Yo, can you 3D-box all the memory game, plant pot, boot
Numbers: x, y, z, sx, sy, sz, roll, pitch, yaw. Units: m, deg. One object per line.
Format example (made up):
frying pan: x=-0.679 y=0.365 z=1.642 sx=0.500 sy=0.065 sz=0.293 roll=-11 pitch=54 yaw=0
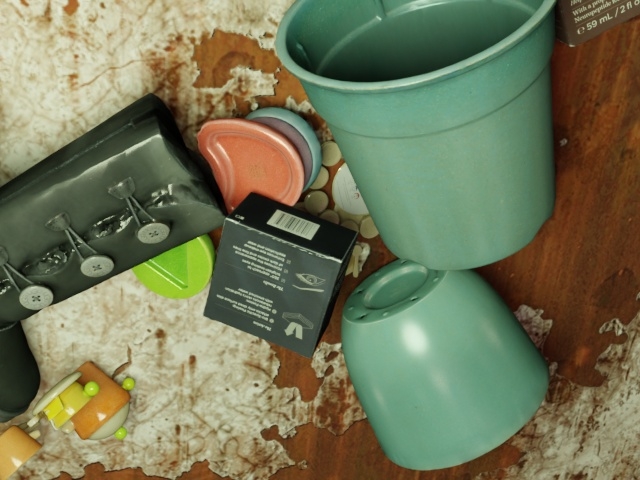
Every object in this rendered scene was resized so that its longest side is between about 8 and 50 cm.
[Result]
memory game: x=0.060 y=-0.084 z=1.334 sx=0.186 sy=0.012 sz=0.186 roll=-9 pitch=116 yaw=-18
plant pot: x=0.167 y=0.160 z=1.374 sx=0.293 sy=0.293 sz=0.235 roll=-30 pitch=108 yaw=1
boot: x=-0.319 y=0.043 z=1.171 sx=0.445 sy=0.146 sz=0.367 roll=-32 pitch=151 yaw=-1
plant pot: x=0.156 y=-0.163 z=1.155 sx=0.341 sy=0.341 sz=0.334 roll=-25 pitch=130 yaw=-3

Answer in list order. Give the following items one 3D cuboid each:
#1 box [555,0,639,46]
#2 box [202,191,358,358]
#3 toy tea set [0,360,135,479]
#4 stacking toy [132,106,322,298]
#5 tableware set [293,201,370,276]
box: x=0.332 y=-0.393 z=1.158 sx=0.168 sy=0.167 sz=0.203 roll=-28 pitch=124 yaw=-1
box: x=-0.052 y=0.044 z=1.163 sx=0.155 sy=0.093 sz=0.158 roll=21 pitch=120 yaw=7
toy tea set: x=-0.408 y=0.318 z=1.310 sx=0.336 sy=0.200 sz=0.124 roll=-42 pitch=92 yaw=9
stacking toy: x=-0.126 y=-0.046 z=1.270 sx=0.279 sy=0.130 sz=0.309 roll=7 pitch=118 yaw=14
tableware set: x=0.000 y=0.000 z=1.371 sx=0.168 sy=0.020 sz=0.141 roll=-3 pitch=120 yaw=-16
